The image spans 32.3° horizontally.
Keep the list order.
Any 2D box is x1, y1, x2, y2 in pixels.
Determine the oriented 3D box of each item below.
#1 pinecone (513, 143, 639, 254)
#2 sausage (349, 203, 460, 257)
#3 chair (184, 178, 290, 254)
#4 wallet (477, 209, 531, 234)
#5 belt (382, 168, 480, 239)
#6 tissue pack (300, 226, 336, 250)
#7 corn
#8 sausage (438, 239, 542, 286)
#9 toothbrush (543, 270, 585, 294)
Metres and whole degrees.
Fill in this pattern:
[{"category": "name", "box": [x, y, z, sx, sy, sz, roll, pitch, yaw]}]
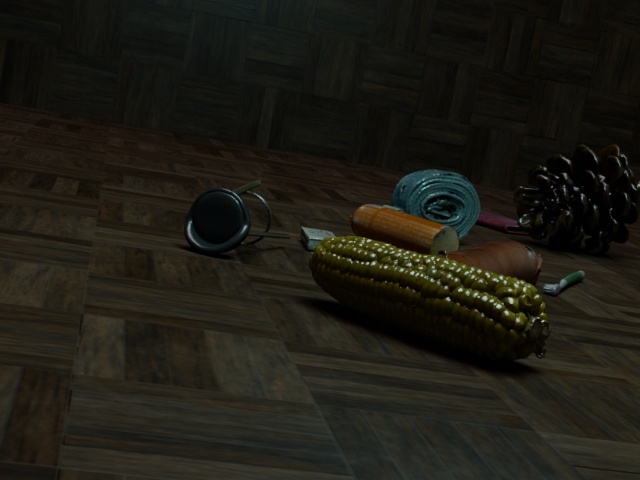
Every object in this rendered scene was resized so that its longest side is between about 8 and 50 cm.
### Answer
[{"category": "pinecone", "box": [0.554, -0.084, 2.375, 0.309, 0.244, 0.244, -5, 13, -20]}, {"category": "sausage", "box": [0.130, -0.016, 1.882, 0.071, 0.071, 0.234, 3, 12, -42]}, {"category": "chair", "box": [-0.123, -0.037, 1.615, 0.104, 0.095, 0.221, 1, 6, 15]}, {"category": "wallet", "box": [0.400, -0.049, 2.595, 0.119, 0.025, 0.232, 5, 10, -36]}, {"category": "belt", "box": [0.219, -0.069, 2.121, 0.163, 0.147, 0.082, 38, -8, -27]}, {"category": "tissue pack", "box": [0.000, 0.000, 1.768, 0.056, 0.023, 0.108, 9, 9, -8]}, {"category": "corn", "box": [0.110, 0.062, 1.256, 0.313, 0.102, 0.102, 14, 9, 36]}, {"category": "sausage", "box": [0.221, 0.049, 1.494, 0.094, 0.094, 0.419, -33, -10, 22]}, {"category": "toothbrush", "box": [0.408, 0.070, 1.836, 0.024, 0.018, 0.257, 7, 7, 24]}]
